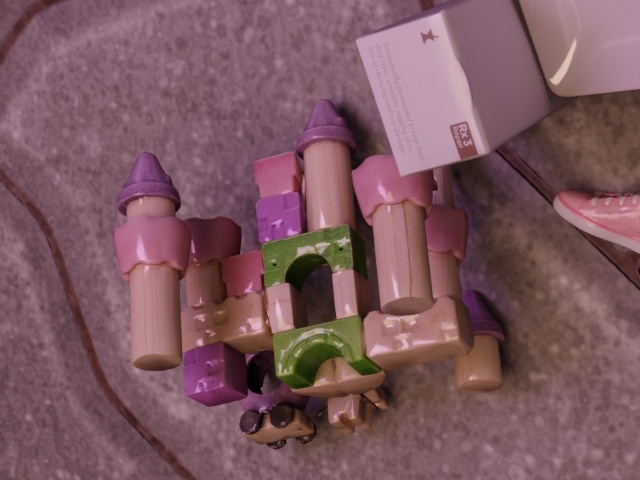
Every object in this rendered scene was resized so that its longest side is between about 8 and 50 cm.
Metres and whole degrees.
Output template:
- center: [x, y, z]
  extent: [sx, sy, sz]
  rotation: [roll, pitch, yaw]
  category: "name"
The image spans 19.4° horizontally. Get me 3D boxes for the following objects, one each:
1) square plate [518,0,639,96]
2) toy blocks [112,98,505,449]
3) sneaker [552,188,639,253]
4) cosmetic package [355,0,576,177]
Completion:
- center: [0.247, -0.278, 1.337]
  extent: [0.344, 0.049, 0.347]
  rotation: [0, 115, 51]
  category: "square plate"
- center: [0.000, 0.000, 1.631]
  extent: [0.288, 0.309, 0.260]
  rotation: [-14, 65, 18]
  category: "toy blocks"
- center: [0.264, -0.029, 1.550]
  extent: [0.134, 0.051, 0.070]
  rotation: [26, 113, 15]
  category: "sneaker"
- center: [0.121, -0.136, 1.487]
  extent: [0.085, 0.231, 0.117]
  rotation: [-15, 97, 29]
  category: "cosmetic package"
